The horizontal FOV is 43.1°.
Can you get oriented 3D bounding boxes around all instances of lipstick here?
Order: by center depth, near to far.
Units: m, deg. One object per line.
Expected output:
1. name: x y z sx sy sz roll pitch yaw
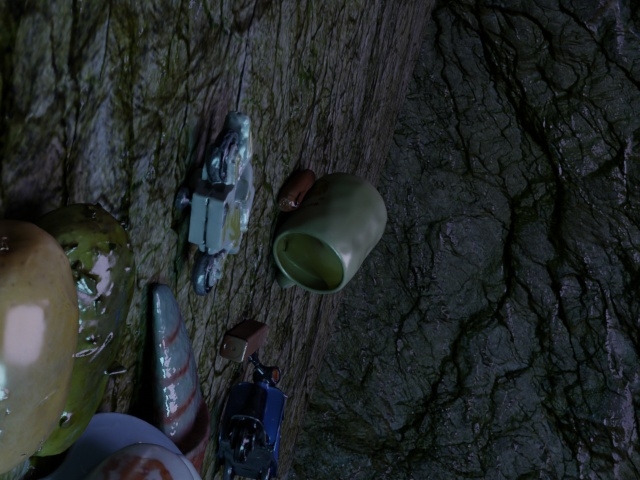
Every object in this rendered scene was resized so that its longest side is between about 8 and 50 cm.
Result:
1. lipstick: -0.134 0.176 1.436 0.145 0.045 0.045 -28 132 -78

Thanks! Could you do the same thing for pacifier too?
1. pacifier: -0.225 0.316 0.820 0.207 0.227 0.279 -34 -172 23

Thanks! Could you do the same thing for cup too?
1. cup: 0.018 0.007 1.603 0.202 0.173 0.255 -54 163 -40

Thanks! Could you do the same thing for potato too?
1. potato: -0.213 0.074 0.517 0.118 0.109 0.178 -103 -156 -65
2. potato: -0.203 0.074 0.644 0.117 0.090 0.225 -28 139 -58

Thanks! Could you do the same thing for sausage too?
1. sausage: -0.042 -0.098 1.524 0.176 0.040 0.047 -60 163 -62

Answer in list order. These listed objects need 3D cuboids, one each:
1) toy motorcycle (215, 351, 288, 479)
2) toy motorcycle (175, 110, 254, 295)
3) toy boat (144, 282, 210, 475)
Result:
1. toy motorcycle: -0.132 0.365 1.596 0.358 0.125 0.212 95 6 -61
2. toy motorcycle: -0.120 -0.048 1.006 0.151 0.074 0.228 -64 166 -60
3. toy boat: -0.190 0.168 1.016 0.206 0.096 0.282 -70 161 -66
